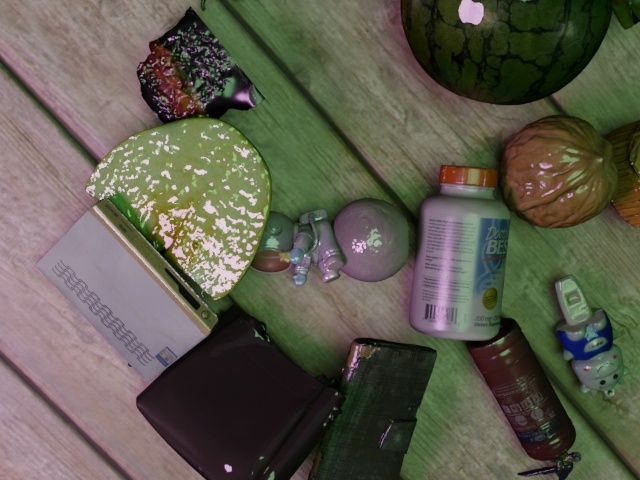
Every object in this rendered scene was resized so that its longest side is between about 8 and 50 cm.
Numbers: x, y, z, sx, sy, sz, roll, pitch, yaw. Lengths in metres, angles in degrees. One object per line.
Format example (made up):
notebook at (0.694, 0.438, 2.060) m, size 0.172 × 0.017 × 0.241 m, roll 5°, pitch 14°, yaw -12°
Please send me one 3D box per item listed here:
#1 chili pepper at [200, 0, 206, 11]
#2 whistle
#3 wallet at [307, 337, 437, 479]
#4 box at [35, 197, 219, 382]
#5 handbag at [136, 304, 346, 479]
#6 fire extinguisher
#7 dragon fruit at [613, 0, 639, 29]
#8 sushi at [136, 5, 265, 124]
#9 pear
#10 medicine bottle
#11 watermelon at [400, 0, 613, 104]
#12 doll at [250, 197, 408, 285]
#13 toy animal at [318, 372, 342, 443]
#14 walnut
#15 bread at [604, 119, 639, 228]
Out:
chili pepper at (-0.086, -0.455, 1.660) m, size 0.268 × 0.050 × 0.059 m, roll -30°, pitch 85°, yaw -9°
whistle at (0.486, 0.178, 1.821) m, size 0.110 × 0.092 × 0.245 m, roll -23°, pitch 101°, yaw 1°
wallet at (0.083, 0.319, 1.696) m, size 0.169 × 0.044 × 0.317 m, roll 11°, pitch 102°, yaw -28°
box at (-0.310, 0.084, 1.602) m, size 0.270 × 0.045 × 0.211 m, roll 46°, pitch 126°, yaw -5°
handbag at (-0.126, 0.270, 1.641) m, size 0.285 × 0.113 × 0.257 m, roll 36°, pitch 78°, yaw 28°
fire extinguisher at (0.370, 0.314, 1.814) m, size 0.138 × 0.102 × 0.344 m, roll -24°, pitch 103°, yaw 24°
dragon fruit at (0.510, -0.513, 1.729) m, size 0.200 × 0.198 × 0.269 m, roll -45°, pitch 105°, yaw -31°
sushi at (-0.208, -0.256, 1.604) m, size 0.150 × 0.153 × 0.172 m, roll -39°, pitch 108°, yaw 2°
pear at (-0.187, -0.085, 1.598) m, size 0.288 × 0.139 × 0.239 m, roll 40°, pitch 109°, yaw 4°
medicine bottle at (0.241, 0.017, 1.720) m, size 0.156 × 0.157 × 0.289 m, roll 4°, pitch 95°, yaw -13°
watermelon at (0.298, -0.394, 1.602) m, size 0.363 × 0.363 × 0.363 m, roll -1°, pitch 96°, yaw -12°
doll at (0.000, 0.000, 1.683) m, size 0.287 × 0.151 × 0.151 m, roll -1°, pitch 96°, yaw -6°
toy animal at (0.061, 0.273, 1.740) m, size 0.214 × 0.094 × 0.186 m, roll 31°, pitch 96°, yaw -21°
walnut at (0.409, -0.117, 1.718) m, size 0.213 × 0.213 × 0.213 m, roll -1°, pitch 96°, yaw -12°
bread at (0.580, -0.117, 1.789) m, size 0.199 × 0.104 × 0.199 m, roll 11°, pitch 71°, yaw -35°
